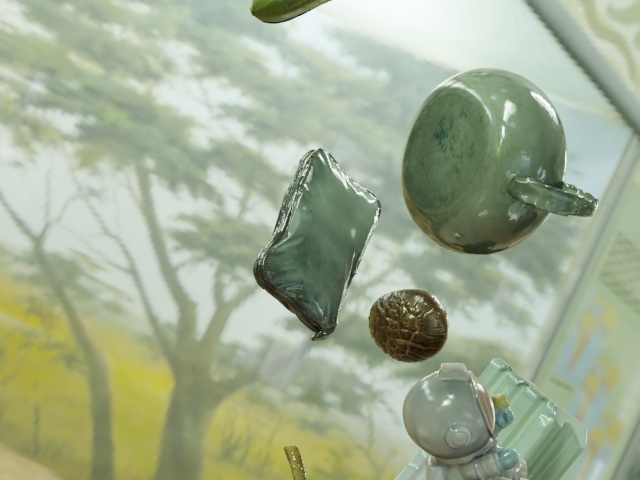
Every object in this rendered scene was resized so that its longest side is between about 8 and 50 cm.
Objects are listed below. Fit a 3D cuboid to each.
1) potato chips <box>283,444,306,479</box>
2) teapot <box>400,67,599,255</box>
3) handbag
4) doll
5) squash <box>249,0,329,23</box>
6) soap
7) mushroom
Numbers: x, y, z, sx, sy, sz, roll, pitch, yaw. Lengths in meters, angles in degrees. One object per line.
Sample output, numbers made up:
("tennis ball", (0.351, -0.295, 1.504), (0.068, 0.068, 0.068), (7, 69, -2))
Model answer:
("potato chips", (-0.026, 0.341, 1.754), (0.037, 0.026, 0.204), (5, 39, -11))
("teapot", (0.174, -0.079, 1.393), (0.130, 0.193, 0.294), (10, 14, -34))
("handbag", (-0.001, 0.002, 2.344), (0.075, 0.332, 0.191), (-21, -53, 43))
("doll", (0.170, 0.271, 1.536), (0.151, 0.151, 0.287), (19, -51, 66))
("squash", (0.032, -0.468, 2.351), (0.094, 0.341, 0.094), (58, 14, -24))
("soap", (0.221, 0.323, 1.869), (0.095, 0.289, 0.173), (39, 1, -35))
("mushroom", (0.128, 0.122, 1.981), (0.126, 0.109, 0.085), (-31, -31, 34))
